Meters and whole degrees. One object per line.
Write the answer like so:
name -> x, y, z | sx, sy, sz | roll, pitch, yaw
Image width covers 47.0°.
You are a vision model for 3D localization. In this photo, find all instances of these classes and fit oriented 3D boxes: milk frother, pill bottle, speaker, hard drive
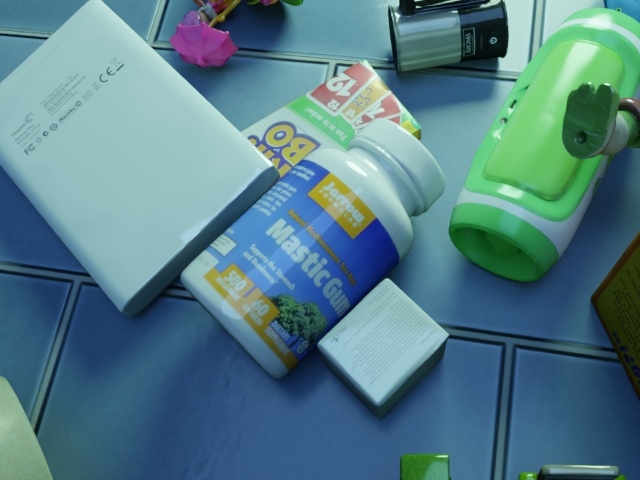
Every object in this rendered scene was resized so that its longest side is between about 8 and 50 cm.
milk frother -> 0.150, -0.286, 0.913 | 0.134, 0.129, 0.143 | -8, 25, 3
pill bottle -> 0.000, 0.000, 0.774 | 0.272, 0.152, 0.152 | -44, 70, -10
speaker -> 0.254, -0.106, 0.804 | 0.131, 0.131, 0.296 | 27, 74, 16
hard drive -> -0.247, -0.112, 0.884 | 0.233, 0.047, 0.353 | -44, 68, -3

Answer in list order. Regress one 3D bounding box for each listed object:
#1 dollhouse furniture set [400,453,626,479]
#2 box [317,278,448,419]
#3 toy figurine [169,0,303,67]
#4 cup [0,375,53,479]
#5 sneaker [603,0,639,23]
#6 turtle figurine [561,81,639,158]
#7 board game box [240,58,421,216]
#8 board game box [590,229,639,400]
dollhouse furniture set -> 0.171, 0.341, 0.602 | 0.197, 0.151, 0.301 | -3, 65, 12
box -> 0.064, 0.112, 0.749 | 0.102, 0.101, 0.087 | -42, 70, -10
toy figurine -> -0.133, -0.298, 0.942 | 0.159, 0.130, 0.173 | -50, 49, -3
cup -> -0.372, 0.247, 0.659 | 0.237, 0.331, 0.331 | -21, 65, -30
sneaker -> 0.419, -0.271, 0.886 | 0.126, 0.091, 0.240 | -42, 82, 25
turtle figurine -> 0.374, -0.137, 0.688 | 0.266, 0.274, 0.198 | -14, 74, -38
board game box -> -0.021, -0.106, 0.885 | 0.259, 0.039, 0.124 | -33, 68, -4
board game box -> 0.487, 0.094, 0.571 | 0.356, 0.356, 0.356 | -19, 68, 0
